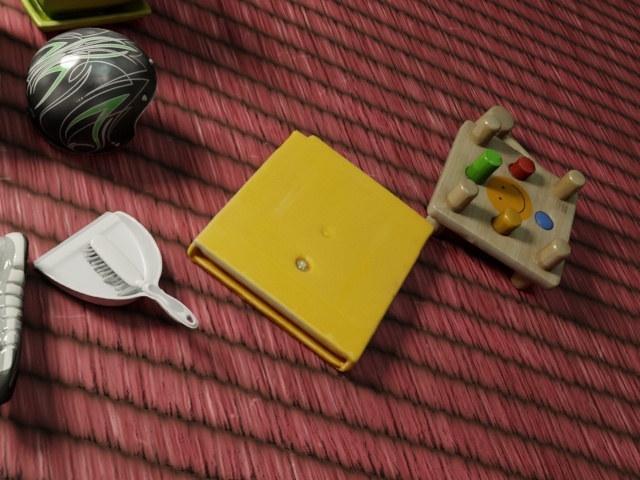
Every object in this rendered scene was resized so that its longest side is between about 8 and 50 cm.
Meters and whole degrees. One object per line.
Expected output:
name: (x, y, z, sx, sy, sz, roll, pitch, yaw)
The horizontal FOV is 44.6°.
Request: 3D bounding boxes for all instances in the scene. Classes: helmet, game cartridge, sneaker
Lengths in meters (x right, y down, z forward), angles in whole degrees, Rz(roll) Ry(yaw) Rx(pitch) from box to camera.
helmet: (-0.318, -0.213, 1.082, 0.170, 0.161, 0.169, 14, 53, -20)
game cartridge: (0.000, 0.000, 1.187, 0.285, 0.052, 0.323, 37, 47, 0)
sneaker: (-0.410, 0.086, 0.892, 0.132, 0.086, 0.228, 4, 47, -20)

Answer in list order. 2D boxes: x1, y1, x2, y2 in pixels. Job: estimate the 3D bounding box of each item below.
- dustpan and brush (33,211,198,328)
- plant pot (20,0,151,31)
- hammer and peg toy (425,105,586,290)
dustpan and brush: (-0.243, 0.050, 1.009, 0.211, 0.060, 0.147, 43, 49, 4)
plant pot: (-0.371, -0.458, 1.193, 0.228, 0.207, 0.227, -22, 70, -37)
hammer and peg toy: (0.349, -0.101, 1.385, 0.266, 0.127, 0.361, 33, 49, -5)
